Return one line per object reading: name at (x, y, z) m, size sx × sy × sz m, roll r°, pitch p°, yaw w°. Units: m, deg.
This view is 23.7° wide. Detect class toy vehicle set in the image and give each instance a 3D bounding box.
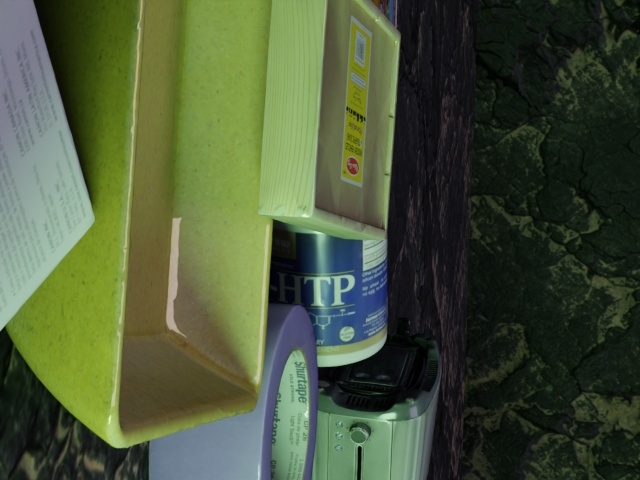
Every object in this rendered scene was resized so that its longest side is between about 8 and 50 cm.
toy vehicle set at (0.012, -0.090, 1.072) m, size 0.267 × 0.035 × 0.166 m, roll 15°, pitch 78°, yaw -77°

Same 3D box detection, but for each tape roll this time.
tape roll at (-0.058, 0.138, 1.101) m, size 0.189 × 0.080 × 0.189 m, roll 4°, pitch 90°, yaw -79°

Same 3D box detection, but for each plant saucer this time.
plant saucer at (-0.093, -0.064, 0.854) m, size 0.333 × 0.081 × 0.333 m, roll 18°, pitch 75°, yaw -80°

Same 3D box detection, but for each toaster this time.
toaster at (0.055, 0.185, 1.570) m, size 0.227 × 0.129 × 0.146 m, roll -64°, pitch 159°, yaw -67°

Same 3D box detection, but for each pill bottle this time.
pill bottle at (0.000, 0.000, 1.270) m, size 0.112 × 0.112 × 0.187 m, roll -60°, pitch 150°, yaw -66°

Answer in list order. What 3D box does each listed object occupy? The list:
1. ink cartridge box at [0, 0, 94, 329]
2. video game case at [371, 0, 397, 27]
ink cartridge box at (-0.183, -0.008, 0.567) m, size 0.232 × 0.066 × 0.189 m, roll -51°, pitch 149°, yaw -35°
video game case at (0.051, -0.236, 1.679) m, size 0.285 × 0.025 × 0.204 m, roll -39°, pitch 131°, yaw -75°
